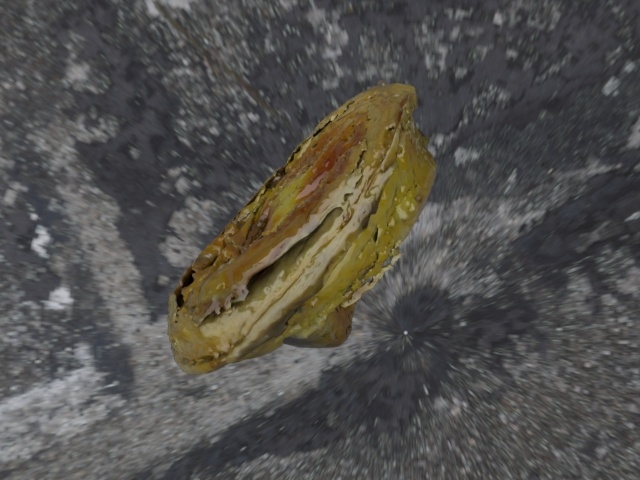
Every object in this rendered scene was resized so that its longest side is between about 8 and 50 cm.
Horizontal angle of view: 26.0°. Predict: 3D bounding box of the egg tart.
[{"bbox_3d":[0.000,0.000,1.089,0.132,0.297,0.297,39,89,-13],"label":"egg tart"}]
